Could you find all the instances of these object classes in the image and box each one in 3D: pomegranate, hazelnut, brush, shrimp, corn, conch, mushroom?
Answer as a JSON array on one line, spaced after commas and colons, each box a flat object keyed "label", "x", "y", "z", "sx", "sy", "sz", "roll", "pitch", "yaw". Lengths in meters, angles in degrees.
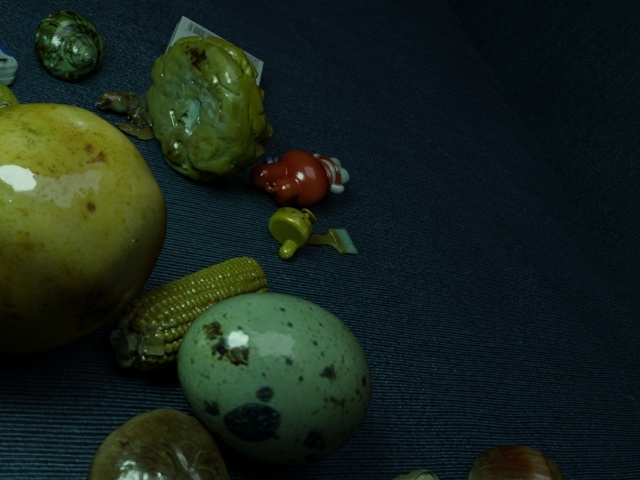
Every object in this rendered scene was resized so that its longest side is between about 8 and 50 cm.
[{"label": "pomegranate", "x": -0.455, "y": -0.026, "z": 1.177, "sx": 0.416, "sy": 0.417, "sz": 0.417, "roll": 25, "pitch": 38, "yaw": -21}, {"label": "hazelnut", "x": 0.408, "y": 0.519, "z": 1.577, "sx": 0.214, "sy": 0.176, "sz": 0.214, "roll": 10, "pitch": 9, "yaw": -2}, {"label": "brush", "x": 0.000, "y": 0.000, "z": 1.895, "sx": 0.218, "sy": 0.010, "sz": 0.083, "roll": 1, "pitch": 51, "yaw": -41}, {"label": "shrimp", "x": -0.440, "y": -0.299, "z": 1.773, "sx": 0.187, "sy": 0.052, "sz": 0.132, "roll": 1, "pitch": 51, "yaw": -47}, {"label": "corn", "x": -0.231, "y": 0.127, "z": 1.429, "sx": 0.144, "sy": 0.144, "sz": 0.387, "roll": 48, "pitch": 37, "yaw": 11}, {"label": "conch", "x": -0.570, "y": -0.452, "z": 1.760, "sx": 0.187, "sy": 0.124, "sz": 0.181, "roll": 8, "pitch": 49, "yaw": -48}, {"label": "mushroom", "x": -0.227, "y": 0.391, "z": 1.140, "sx": 0.278, "sy": 0.146, "sz": 0.278, "roll": 29, "pitch": 39, "yaw": -27}]

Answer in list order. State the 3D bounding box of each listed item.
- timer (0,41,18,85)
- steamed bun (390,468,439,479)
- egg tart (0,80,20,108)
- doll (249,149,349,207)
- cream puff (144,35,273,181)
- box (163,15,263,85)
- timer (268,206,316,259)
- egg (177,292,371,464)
[{"label": "timer", "x": -0.766, "y": -0.389, "z": 1.547, "sx": 0.178, "sy": 0.078, "sz": 0.253, "roll": 48, "pitch": 36, "yaw": 12}, {"label": "steamed bun", "x": 0.156, "y": 0.522, "z": 1.384, "sx": 0.212, "sy": 0.110, "sz": 0.231, "roll": 37, "pitch": 28, "yaw": -36}, {"label": "egg tart", "x": -0.624, "y": -0.218, "z": 1.319, "sx": 0.294, "sy": 0.294, "sz": 0.116, "roll": -3, "pitch": 82, "yaw": -45}, {"label": "doll", "x": -0.050, "y": -0.157, "z": 1.919, "sx": 0.290, "sy": 0.130, "sz": 0.161, "roll": -15, "pitch": 65, "yaw": -43}, {"label": "cream puff", "x": -0.233, "y": -0.306, "z": 1.764, "sx": 0.257, "sy": 0.291, "sz": 0.325, "roll": -7, "pitch": 69, "yaw": -58}, {"label": "box", "x": -0.294, "y": -0.461, "z": 2.036, "sx": 0.260, "sy": 0.111, "sz": 0.194, "roll": 29, "pitch": 37, "yaw": -20}, {"label": "timer", "x": -0.074, "y": -0.021, "z": 1.770, "sx": 0.107, "sy": 0.107, "sz": 0.109, "roll": 37, "pitch": 53, "yaw": -5}, {"label": "egg", "x": -0.075, "y": 0.238, "z": 1.312, "sx": 0.379, "sy": 0.287, "sz": 0.288, "roll": 23, "pitch": 36, "yaw": -46}]
